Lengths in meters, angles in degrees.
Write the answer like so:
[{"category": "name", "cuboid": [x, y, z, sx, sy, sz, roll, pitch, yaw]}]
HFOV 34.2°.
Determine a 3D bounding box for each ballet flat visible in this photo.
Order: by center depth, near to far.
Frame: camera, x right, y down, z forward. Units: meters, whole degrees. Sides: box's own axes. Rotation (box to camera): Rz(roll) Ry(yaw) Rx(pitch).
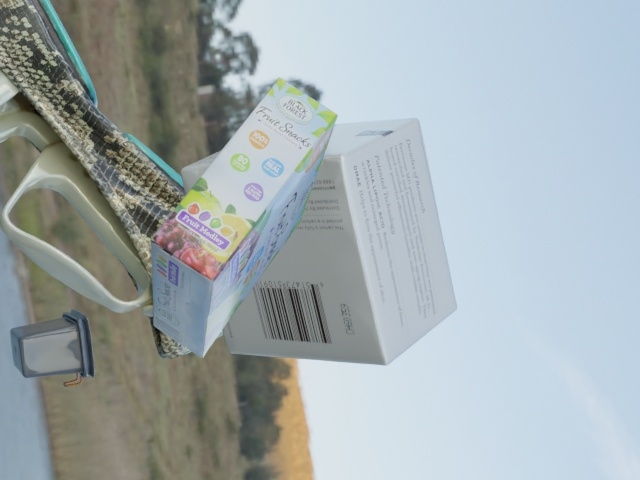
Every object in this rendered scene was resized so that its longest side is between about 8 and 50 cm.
[{"category": "ballet flat", "cuboid": [-0.255, -0.084, 1.028, 0.482, 0.182, 0.164, 52, -19, -2]}]

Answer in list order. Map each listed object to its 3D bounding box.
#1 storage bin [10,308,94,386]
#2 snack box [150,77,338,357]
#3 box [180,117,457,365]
[{"category": "storage bin", "cuboid": [-0.365, 0.151, 1.405, 0.135, 0.091, 0.098, -173, -103, -67]}, {"category": "snack box", "cuboid": [-0.042, -0.005, 0.519, 0.037, 0.100, 0.141, 33, -21, 4]}, {"category": "box", "cuboid": [0.000, 0.000, 0.899, 0.181, 0.119, 0.181, -1, -71, 38]}]
